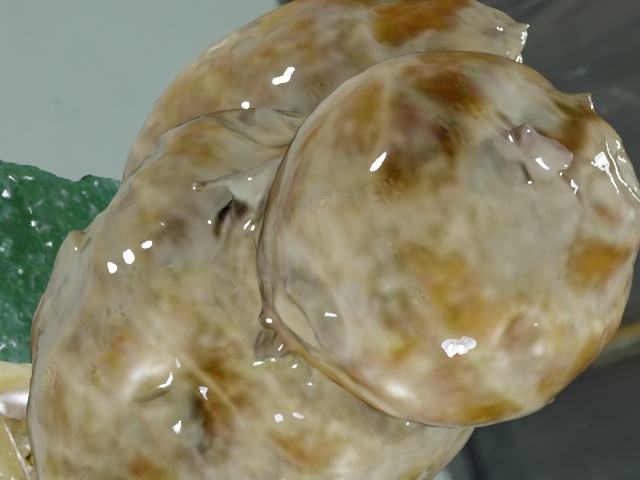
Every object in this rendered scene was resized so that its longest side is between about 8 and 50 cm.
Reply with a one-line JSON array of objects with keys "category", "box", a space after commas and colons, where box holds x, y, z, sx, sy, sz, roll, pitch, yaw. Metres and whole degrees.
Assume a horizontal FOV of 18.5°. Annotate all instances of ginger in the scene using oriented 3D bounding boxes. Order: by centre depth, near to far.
[{"category": "ginger", "box": [0.000, 0.000, 0.812, 0.176, 0.256, 0.375, 42, 12, -14]}]

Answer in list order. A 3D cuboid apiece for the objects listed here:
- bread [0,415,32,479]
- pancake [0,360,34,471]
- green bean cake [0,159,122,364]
[{"category": "bread", "box": [-0.208, 0.103, 0.962, 0.134, 0.081, 0.225, 64, 4, 21]}, {"category": "pancake", "box": [-0.188, 0.257, 1.204, 0.387, 0.082, 0.387, -1, 91, -45]}, {"category": "green bean cake", "box": [-0.305, 0.023, 1.748, 0.308, 0.169, 0.300, -27, 81, -50]}]
